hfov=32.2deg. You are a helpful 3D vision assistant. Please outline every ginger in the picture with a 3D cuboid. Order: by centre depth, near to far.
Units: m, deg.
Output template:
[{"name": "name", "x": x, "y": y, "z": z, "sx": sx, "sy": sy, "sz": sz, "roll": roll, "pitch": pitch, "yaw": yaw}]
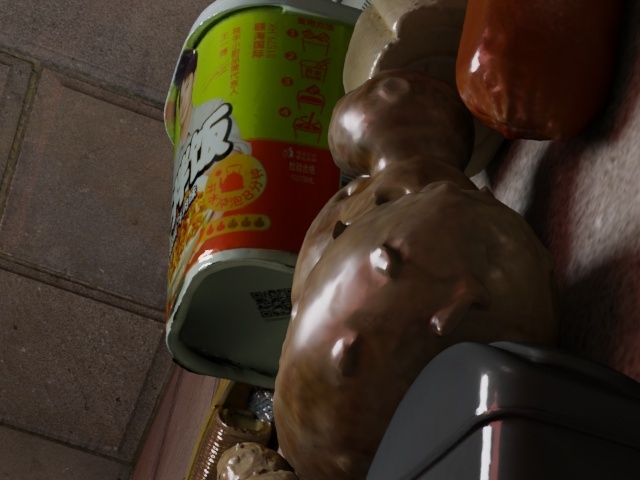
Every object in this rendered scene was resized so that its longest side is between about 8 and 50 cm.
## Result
[{"name": "ginger", "x": 0.048, "y": 0.029, "z": 0.696, "sx": 0.304, "sy": 0.155, "sz": 0.244, "roll": -95, "pitch": 10, "yaw": -57}, {"name": "ginger", "x": -0.063, "y": 0.262, "z": 1.154, "sx": 0.204, "sy": 0.080, "sz": 0.104, "roll": 145, "pitch": 112, "yaw": -76}]

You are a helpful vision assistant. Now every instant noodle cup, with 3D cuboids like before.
[{"name": "instant noodle cup", "x": -0.027, "y": -0.037, "z": 1.064, "sx": 0.294, "sy": 0.294, "sz": 0.307, "roll": 119, "pitch": 160, "yaw": -48}]

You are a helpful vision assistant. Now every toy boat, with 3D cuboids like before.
[{"name": "toy boat", "x": -0.112, "y": 0.265, "z": 1.404, "sx": 0.115, "sy": 0.089, "sz": 0.310, "roll": -85, "pitch": 16, "yaw": -67}]

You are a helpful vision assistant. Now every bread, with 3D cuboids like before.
[{"name": "bread", "x": 0.091, "y": -0.132, "z": 0.886, "sx": 0.141, "sy": 0.134, "sz": 0.148, "roll": -101, "pitch": 19, "yaw": -65}]

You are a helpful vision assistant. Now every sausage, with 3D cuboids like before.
[{"name": "sausage", "x": 0.163, "y": -0.214, "z": 0.739, "sx": 0.094, "sy": 0.097, "sz": 0.348, "roll": -36, "pitch": 34, "yaw": 62}]

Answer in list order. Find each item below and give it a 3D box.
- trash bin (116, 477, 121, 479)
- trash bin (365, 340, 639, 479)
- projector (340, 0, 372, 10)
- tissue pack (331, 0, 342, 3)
[{"name": "trash bin", "x": -0.180, "y": 0.384, "z": 1.179, "sx": 0.301, "sy": 0.203, "sz": 0.252, "roll": 146, "pitch": 103, "yaw": -74}, {"name": "trash bin", "x": 0.075, "y": 0.161, "z": 0.463, "sx": 0.176, "sy": 0.101, "sz": 0.236, "roll": 125, "pitch": 161, "yaw": -55}, {"name": "projector", "x": 0.107, "y": -0.330, "z": 1.302, "sx": 0.337, "sy": 0.108, "sz": 0.108, "roll": 127, "pitch": 161, "yaw": -63}, {"name": "tissue pack", "x": 0.051, "y": -0.417, "z": 1.668, "sx": 0.287, "sy": 0.162, "sz": 0.388, "roll": 121, "pitch": 166, "yaw": -65}]
